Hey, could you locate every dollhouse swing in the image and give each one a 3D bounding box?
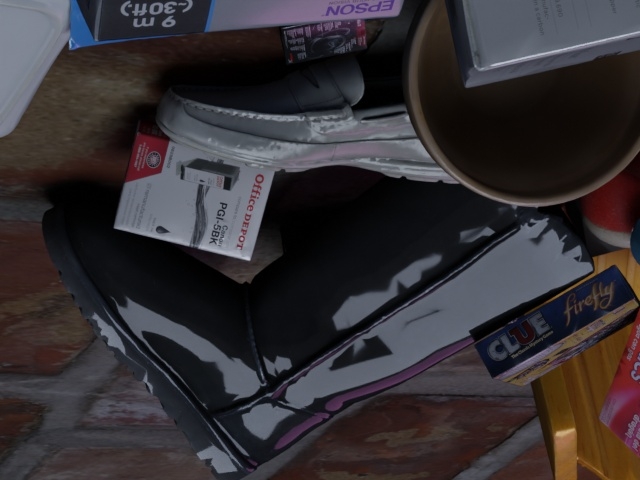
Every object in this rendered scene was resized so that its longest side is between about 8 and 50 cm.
[{"bbox_3d":[0.417,0.089,2.145,0.346,0.315,0.305,-11,165,-2],"label":"dollhouse swing"}]

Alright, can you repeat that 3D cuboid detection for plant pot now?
[{"bbox_3d":[0.178,-0.156,1.664,0.237,0.237,0.110,-7,-165,-11],"label":"plant pot"}]

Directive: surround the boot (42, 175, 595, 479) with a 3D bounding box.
[{"bbox_3d":[0.001,0.001,1.873,0.445,0.146,0.367,-31,117,12],"label":"boot"}]

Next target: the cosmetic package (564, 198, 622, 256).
[{"bbox_3d":[0.383,-0.056,1.985,0.239,0.099,0.060,-14,123,0],"label":"cosmetic package"}]

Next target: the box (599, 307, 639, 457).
[{"bbox_3d":[0.422,0.113,1.964,0.154,0.142,0.300,-28,148,-30],"label":"box"}]

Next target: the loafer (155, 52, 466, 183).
[{"bbox_3d":[0.008,-0.124,1.733,0.319,0.112,0.111,2,114,-19],"label":"loafer"}]

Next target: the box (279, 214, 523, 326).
[{"bbox_3d":[0.094,0.040,2.083,0.261,0.103,0.184,-11,156,-3],"label":"box"}]

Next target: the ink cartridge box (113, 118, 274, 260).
[{"bbox_3d":[-0.117,-0.047,1.762,0.135,0.056,0.099,13,105,-7],"label":"ink cartridge box"}]

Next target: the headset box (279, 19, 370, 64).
[{"bbox_3d":[0.005,-0.191,1.656,0.083,0.032,0.062,-13,154,-2],"label":"headset box"}]

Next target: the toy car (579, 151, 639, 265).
[{"bbox_3d":[0.345,-0.123,1.820,0.210,0.219,0.238,-17,123,-7],"label":"toy car"}]

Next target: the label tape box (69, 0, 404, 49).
[{"bbox_3d":[-0.054,-0.236,1.418,0.249,0.115,0.348,-7,146,-16],"label":"label tape box"}]

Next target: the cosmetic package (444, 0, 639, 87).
[{"bbox_3d":[0.288,-0.238,1.474,0.385,0.156,0.217,-11,-179,2],"label":"cosmetic package"}]

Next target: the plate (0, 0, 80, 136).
[{"bbox_3d":[-0.336,-0.160,1.550,0.277,0.045,0.278,4,149,-31],"label":"plate"}]

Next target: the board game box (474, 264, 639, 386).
[{"bbox_3d":[0.258,0.093,1.974,0.165,0.042,0.243,-31,168,7],"label":"board game box"}]
